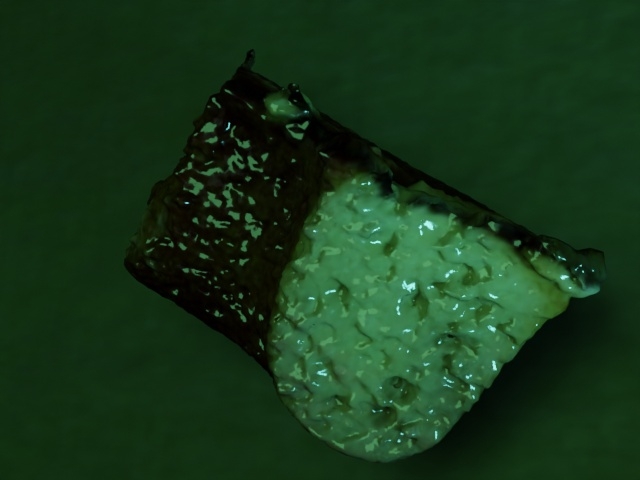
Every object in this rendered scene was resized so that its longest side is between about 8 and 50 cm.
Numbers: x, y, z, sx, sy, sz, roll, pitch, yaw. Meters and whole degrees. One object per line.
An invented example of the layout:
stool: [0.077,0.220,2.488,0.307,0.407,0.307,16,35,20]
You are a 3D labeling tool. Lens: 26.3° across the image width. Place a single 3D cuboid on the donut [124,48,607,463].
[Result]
donut: [0.009,0.006,0.591,0.187,0.144,0.126,35,95,5]
